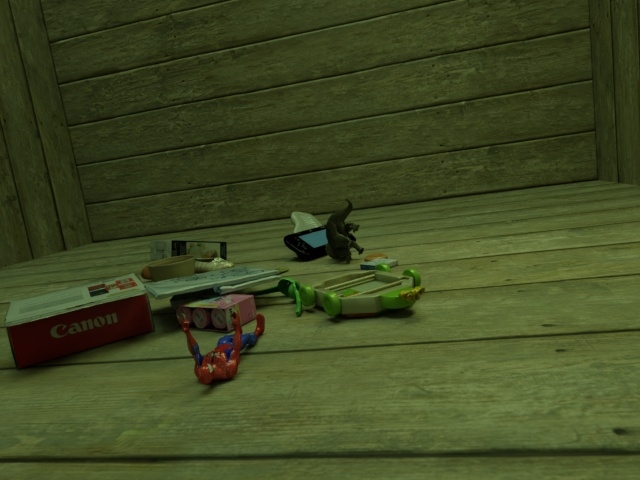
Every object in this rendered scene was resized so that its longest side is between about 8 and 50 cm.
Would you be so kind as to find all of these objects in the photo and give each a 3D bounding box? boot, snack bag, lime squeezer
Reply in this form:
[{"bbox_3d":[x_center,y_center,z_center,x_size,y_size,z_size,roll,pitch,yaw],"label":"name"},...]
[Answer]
[{"bbox_3d":[-0.615,0.126,1.838,0.197,0.073,0.152,-13,14,-15],"label":"boot"},{"bbox_3d":[-0.324,0.122,1.328,0.342,0.037,0.323,-10,5,-27],"label":"snack bag"},{"bbox_3d":[-0.099,0.143,1.286,0.109,0.059,0.310,-13,11,-31],"label":"lime squeezer"}]

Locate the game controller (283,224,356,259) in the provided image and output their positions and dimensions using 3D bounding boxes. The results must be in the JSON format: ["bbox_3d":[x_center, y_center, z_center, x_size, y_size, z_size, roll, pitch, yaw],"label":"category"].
[{"bbox_3d":[0.000,0.000,1.940,0.319,0.067,0.166,-16,48,-43],"label":"game controller"}]

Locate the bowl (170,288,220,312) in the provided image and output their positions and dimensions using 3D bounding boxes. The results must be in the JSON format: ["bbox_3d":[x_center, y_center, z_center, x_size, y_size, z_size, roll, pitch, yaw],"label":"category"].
[{"bbox_3d":[-0.351,0.173,1.339,0.142,0.053,0.142,-10,9,-3],"label":"bowl"}]

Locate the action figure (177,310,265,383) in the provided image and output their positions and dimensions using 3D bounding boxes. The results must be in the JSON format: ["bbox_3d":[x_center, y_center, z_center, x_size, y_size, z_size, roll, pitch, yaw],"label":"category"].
[{"bbox_3d":[-0.187,0.177,0.911,0.091,0.139,0.280,-8,11,8],"label":"action figure"}]

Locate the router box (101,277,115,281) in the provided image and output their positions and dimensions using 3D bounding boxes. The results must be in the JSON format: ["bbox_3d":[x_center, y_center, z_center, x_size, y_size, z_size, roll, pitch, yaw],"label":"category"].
[{"bbox_3d":[-0.809,0.174,1.810,0.122,0.038,0.092,-8,8,2],"label":"router box"}]

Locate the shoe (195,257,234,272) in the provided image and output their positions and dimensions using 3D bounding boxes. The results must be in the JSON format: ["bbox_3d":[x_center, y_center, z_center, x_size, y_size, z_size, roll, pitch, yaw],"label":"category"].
[{"bbox_3d":[-0.447,0.098,1.886,0.218,0.059,0.076,-4,10,28],"label":"shoe"}]

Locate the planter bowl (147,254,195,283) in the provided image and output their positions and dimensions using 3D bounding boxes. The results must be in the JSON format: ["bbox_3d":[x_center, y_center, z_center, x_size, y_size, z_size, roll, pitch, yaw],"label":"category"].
[{"bbox_3d":[-0.515,0.122,1.634,0.161,0.109,0.162,-9,9,1],"label":"planter bowl"}]

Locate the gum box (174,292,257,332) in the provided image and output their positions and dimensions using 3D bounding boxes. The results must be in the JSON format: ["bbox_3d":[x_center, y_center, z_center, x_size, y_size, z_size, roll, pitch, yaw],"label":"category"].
[{"bbox_3d":[-0.270,0.180,1.178,0.188,0.062,0.107,-3,10,34],"label":"gum box"}]

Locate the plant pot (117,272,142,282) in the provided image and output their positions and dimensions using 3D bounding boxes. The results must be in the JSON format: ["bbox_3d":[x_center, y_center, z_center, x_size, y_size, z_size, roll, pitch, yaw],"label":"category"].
[{"bbox_3d":[-0.672,0.160,1.622,0.081,0.084,0.081,-9,8,-3],"label":"plant pot"}]

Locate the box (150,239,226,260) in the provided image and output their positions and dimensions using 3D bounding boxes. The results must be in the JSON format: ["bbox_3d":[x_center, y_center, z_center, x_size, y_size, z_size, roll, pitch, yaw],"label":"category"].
[{"bbox_3d":[-0.577,0.046,2.043,0.169,0.087,0.289,-3,-4,40],"label":"box"}]

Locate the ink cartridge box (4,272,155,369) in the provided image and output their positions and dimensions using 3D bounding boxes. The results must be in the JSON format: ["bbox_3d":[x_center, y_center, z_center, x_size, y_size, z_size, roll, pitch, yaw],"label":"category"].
[{"bbox_3d":[-0.595,0.197,1.161,0.309,0.130,0.271,-13,12,-28],"label":"ink cartridge box"}]

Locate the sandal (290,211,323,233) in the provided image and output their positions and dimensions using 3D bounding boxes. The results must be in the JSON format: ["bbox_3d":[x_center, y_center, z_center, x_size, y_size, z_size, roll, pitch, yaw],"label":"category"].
[{"bbox_3d":[-0.055,-0.020,2.146,0.169,0.102,0.416,9,23,-11],"label":"sandal"}]

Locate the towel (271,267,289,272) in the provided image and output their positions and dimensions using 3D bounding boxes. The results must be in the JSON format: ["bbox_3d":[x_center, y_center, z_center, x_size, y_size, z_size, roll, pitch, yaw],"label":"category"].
[{"bbox_3d":[-0.159,0.114,1.677,0.060,0.010,0.083,0,13,40],"label":"towel"}]

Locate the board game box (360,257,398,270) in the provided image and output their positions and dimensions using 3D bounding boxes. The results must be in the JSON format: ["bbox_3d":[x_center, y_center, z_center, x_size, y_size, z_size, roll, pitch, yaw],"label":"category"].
[{"bbox_3d":[0.194,0.079,1.533,0.090,0.020,0.090,-15,11,-36],"label":"board game box"}]

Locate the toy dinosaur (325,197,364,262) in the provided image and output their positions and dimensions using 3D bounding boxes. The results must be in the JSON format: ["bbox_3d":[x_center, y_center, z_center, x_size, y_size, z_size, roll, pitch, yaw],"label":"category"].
[{"bbox_3d":[0.070,-0.018,1.692,0.160,0.314,0.121,27,57,36],"label":"toy dinosaur"}]

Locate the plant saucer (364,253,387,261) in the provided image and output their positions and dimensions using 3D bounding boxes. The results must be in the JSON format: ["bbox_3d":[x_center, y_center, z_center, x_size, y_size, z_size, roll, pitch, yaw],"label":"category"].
[{"bbox_3d":[0.200,0.060,1.673,0.083,0.013,0.083,-9,9,1],"label":"plant saucer"}]

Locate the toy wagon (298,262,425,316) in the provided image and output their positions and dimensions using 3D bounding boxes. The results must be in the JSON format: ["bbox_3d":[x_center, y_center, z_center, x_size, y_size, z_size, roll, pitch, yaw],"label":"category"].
[{"bbox_3d":[0.119,0.127,1.141,0.267,0.068,0.344,-13,11,-29],"label":"toy wagon"}]
